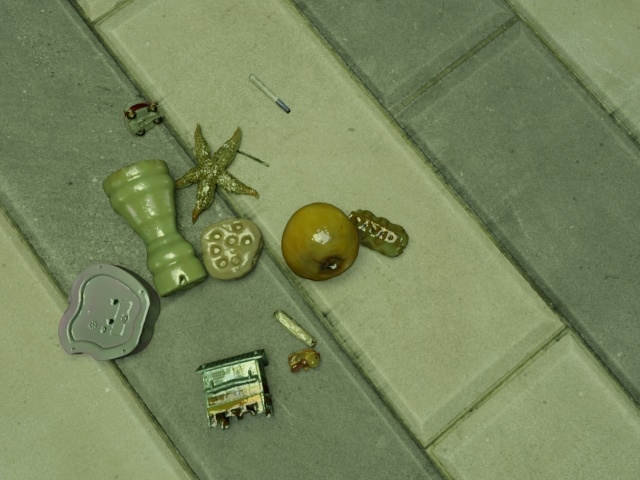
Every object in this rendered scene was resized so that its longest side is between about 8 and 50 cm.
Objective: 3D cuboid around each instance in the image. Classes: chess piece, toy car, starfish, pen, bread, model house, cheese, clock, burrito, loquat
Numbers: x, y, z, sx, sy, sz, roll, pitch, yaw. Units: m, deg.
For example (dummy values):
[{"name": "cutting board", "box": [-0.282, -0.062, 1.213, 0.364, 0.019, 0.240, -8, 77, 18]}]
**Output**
[{"name": "chess piece", "box": [-0.551, -0.035, 1.693, 0.234, 0.234, 0.442, -25, 85, -4]}, {"name": "toy car", "box": [-0.663, -0.470, 1.821, 0.139, 0.112, 0.112, -32, 66, -15]}, {"name": "starfish", "box": [-0.412, -0.259, 1.795, 0.347, 0.078, 0.357, -27, 86, 1]}, {"name": "pen", "box": [-0.191, -0.554, 1.871, 0.204, 0.025, 0.025, 44, 83, 5]}, {"name": "bread", "box": [0.202, -0.031, 1.763, 0.232, 0.088, 0.128, 27, 74, 9]}, {"name": "model house", "box": [-0.269, 0.485, 1.617, 0.224, 0.198, 0.215, -15, 69, -2]}, {"name": "cheese", "box": [-0.313, 0.025, 1.731, 0.218, 0.117, 0.235, 41, 81, 8]}, {"name": "clock", "box": [-0.732, 0.247, 1.700, 0.339, 0.102, 0.338, 0, 81, 0]}, {"name": "burrito", "box": [-0.090, 0.308, 1.727, 0.185, 0.041, 0.045, 40, 65, 8]}, {"name": "loquat", "box": [0.000, 0.000, 1.670, 0.275, 0.275, 0.274, 0, 81, 0]}]

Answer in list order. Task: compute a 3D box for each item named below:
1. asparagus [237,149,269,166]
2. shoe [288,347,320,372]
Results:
[{"name": "asparagus", "box": [-0.263, -0.312, 1.836, 0.166, 0.013, 0.016, 26, 50, 3]}, {"name": "shoe", "box": [-0.056, 0.416, 1.696, 0.109, 0.072, 0.069, 0, 42, -5]}]
